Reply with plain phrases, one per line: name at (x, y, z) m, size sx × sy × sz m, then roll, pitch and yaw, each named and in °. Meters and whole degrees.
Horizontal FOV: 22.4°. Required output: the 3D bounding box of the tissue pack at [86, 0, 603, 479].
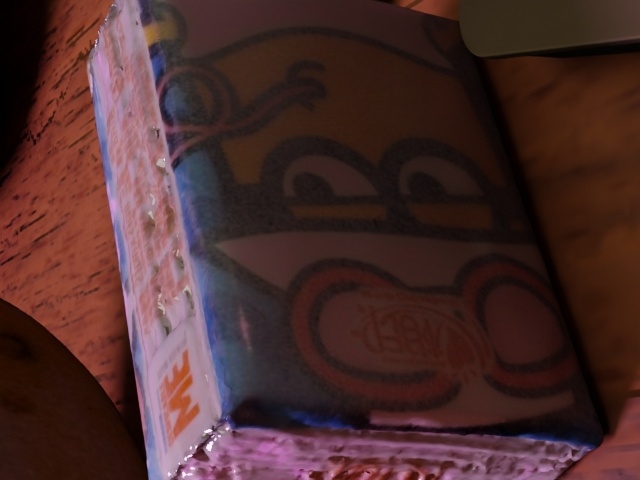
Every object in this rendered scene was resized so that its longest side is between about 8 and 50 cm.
tissue pack at (0.000, 0.000, 0.455) m, size 0.065 × 0.116 × 0.155 m, roll -52°, pitch 40°, yaw 44°

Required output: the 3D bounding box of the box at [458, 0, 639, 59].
box at (0.080, -0.091, 0.405) m, size 0.126 × 0.031 × 0.091 m, roll -178°, pitch 93°, yaw -65°

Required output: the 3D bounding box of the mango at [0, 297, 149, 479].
mango at (-0.152, 0.176, 0.623) m, size 0.199 × 0.222 × 0.384 m, roll 83°, pitch 166°, yaw -46°
